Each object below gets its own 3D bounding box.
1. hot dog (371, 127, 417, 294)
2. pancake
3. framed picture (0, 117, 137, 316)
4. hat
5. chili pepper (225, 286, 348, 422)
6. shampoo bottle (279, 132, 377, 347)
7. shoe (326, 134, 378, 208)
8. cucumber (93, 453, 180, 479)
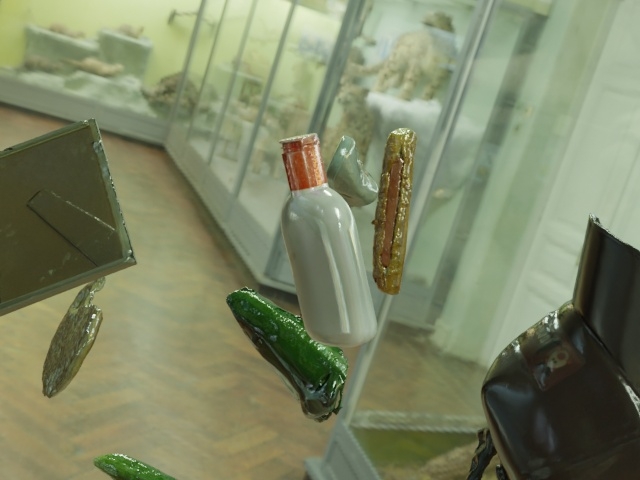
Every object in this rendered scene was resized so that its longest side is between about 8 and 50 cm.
[{"bbox_3d":[0.126,-0.050,1.538,0.061,0.286,0.088,7,1,14],"label":"hot dog"},{"bbox_3d":[-0.419,0.162,1.516,0.029,0.212,0.235,28,26,-24],"label":"pancake"},{"bbox_3d":[-0.389,-0.043,1.285,0.209,0.019,0.281,-19,58,-3],"label":"framed picture"},{"bbox_3d":[0.203,0.152,0.812,0.209,0.336,0.238,-11,18,1],"label":"hat"},{"bbox_3d":[-0.045,0.145,1.154,0.216,0.108,0.062,45,39,21],"label":"chili pepper"},{"bbox_3d":[0.000,0.000,0.937,0.051,0.221,0.108,-19,12,-32],"label":"shampoo bottle"},{"bbox_3d":[0.056,-0.092,1.393,0.078,0.079,0.195,20,-20,8],"label":"shoe"},{"bbox_3d":[-0.188,0.288,1.045,0.168,0.039,0.039,27,11,3],"label":"cucumber"}]
